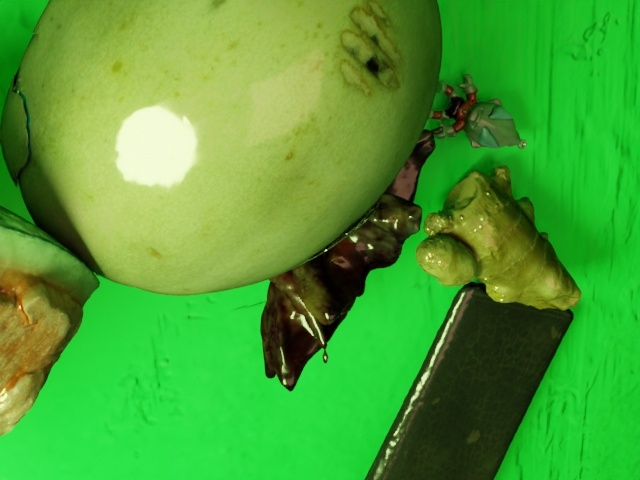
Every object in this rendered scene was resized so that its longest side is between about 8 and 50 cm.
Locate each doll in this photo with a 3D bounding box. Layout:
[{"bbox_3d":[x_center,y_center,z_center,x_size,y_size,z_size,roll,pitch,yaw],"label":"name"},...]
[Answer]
[{"bbox_3d":[0.149,-0.110,1.089,0.114,0.039,0.057,22,71,-25],"label":"doll"}]

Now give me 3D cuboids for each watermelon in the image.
[{"bbox_3d":[-0.296,0.055,0.812,0.222,0.292,0.319,-23,124,-36],"label":"watermelon"}]

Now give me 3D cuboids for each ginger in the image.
[{"bbox_3d":[0.171,0.000,1.141,0.205,0.115,0.081,19,145,-41],"label":"ginger"}]

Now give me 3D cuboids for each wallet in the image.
[{"bbox_3d":[0.141,0.194,1.254,0.170,0.044,0.321,14,106,-35],"label":"wallet"}]

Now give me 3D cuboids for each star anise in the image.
[{"bbox_3d":[0.000,0.000,0.976,0.102,0.272,0.272,31,100,-9],"label":"star anise"}]

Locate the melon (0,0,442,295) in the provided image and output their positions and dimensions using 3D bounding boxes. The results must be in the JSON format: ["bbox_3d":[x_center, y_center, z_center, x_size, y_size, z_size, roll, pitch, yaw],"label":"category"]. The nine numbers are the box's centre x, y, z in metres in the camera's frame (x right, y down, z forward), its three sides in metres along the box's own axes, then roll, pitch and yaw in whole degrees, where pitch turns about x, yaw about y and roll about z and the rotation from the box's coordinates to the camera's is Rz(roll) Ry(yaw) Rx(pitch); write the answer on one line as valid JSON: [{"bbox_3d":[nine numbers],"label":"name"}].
[{"bbox_3d":[-0.070,-0.099,0.828,0.330,0.268,0.268,-45,129,15],"label":"melon"}]
